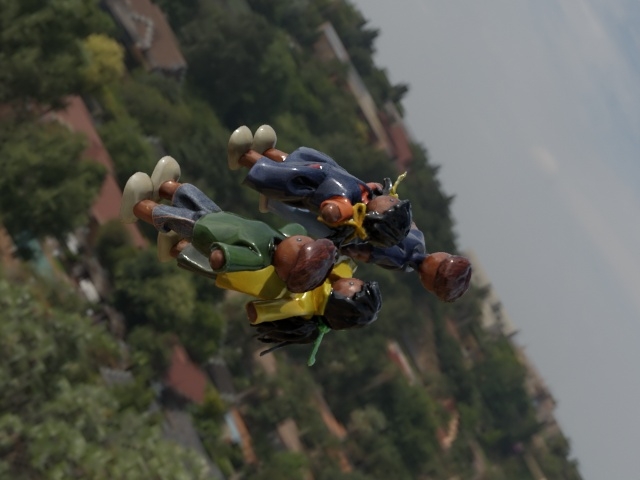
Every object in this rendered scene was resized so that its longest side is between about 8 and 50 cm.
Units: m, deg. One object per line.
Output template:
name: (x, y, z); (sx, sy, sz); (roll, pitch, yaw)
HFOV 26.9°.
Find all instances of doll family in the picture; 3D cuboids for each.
doll family: (0.000, 0.000, 0.606); (0.193, 0.111, 0.076); (-34, 140, -53)
